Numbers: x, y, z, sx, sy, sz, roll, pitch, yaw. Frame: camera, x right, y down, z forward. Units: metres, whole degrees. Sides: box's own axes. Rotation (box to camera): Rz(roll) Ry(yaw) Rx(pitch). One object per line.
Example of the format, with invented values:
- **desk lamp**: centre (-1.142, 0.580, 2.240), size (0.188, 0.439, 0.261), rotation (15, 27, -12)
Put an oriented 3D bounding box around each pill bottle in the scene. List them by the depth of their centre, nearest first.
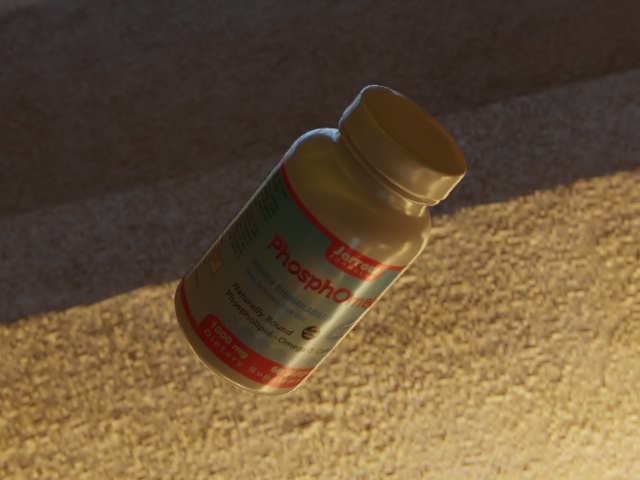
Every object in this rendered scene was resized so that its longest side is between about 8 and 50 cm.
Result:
- **pill bottle**: centre (0.000, 0.000, 0.661), size (0.160, 0.087, 0.087), rotation (-50, -156, 27)
